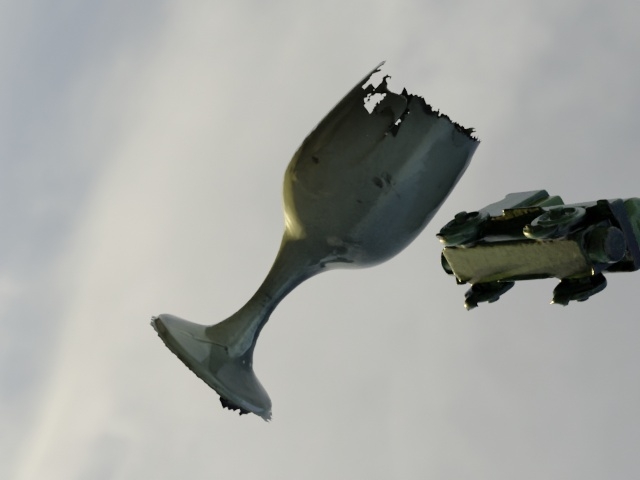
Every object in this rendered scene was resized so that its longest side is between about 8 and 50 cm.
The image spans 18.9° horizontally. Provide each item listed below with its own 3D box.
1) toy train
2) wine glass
[{"bbox_3d":[0.192,-0.002,1.603,0.132,0.083,0.200,-29,-164,-36],"label":"toy train"},{"bbox_3d":[0.000,0.000,1.658,0.321,0.143,0.143,-49,-146,5],"label":"wine glass"}]
